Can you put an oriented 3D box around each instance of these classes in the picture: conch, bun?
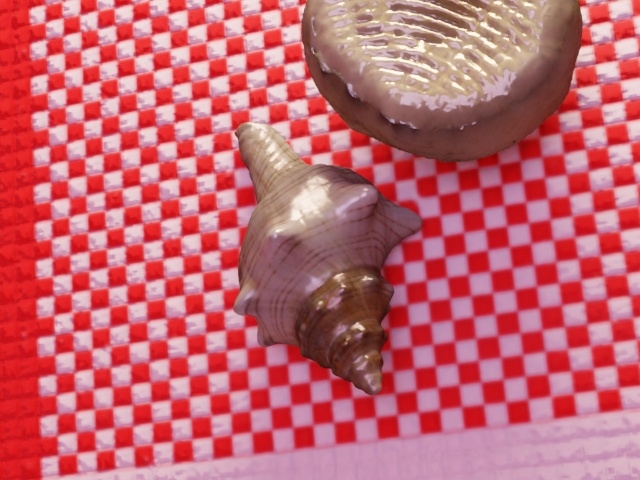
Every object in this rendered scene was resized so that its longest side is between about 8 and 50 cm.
[{"bbox_3d":[0.005,0.000,0.922,0.137,0.114,0.234,-4,69,2],"label":"conch"},{"bbox_3d":[0.086,-0.142,0.926,0.195,0.118,0.196,-3,75,10],"label":"bun"}]
